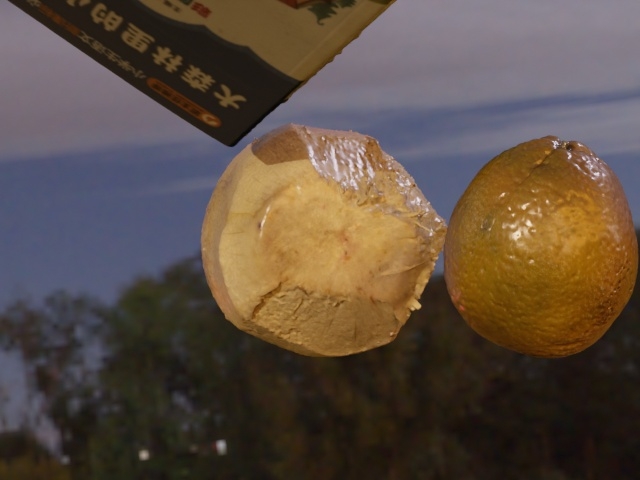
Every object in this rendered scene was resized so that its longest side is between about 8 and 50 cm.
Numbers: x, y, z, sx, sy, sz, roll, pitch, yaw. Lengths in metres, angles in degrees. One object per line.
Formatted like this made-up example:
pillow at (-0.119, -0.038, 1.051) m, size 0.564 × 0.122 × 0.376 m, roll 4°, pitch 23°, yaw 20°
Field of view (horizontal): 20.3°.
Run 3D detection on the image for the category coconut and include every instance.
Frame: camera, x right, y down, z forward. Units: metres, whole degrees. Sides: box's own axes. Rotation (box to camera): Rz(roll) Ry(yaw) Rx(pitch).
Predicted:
coconut at (-0.003, 0.000, 1.357) m, size 0.194 × 0.194 × 0.194 m, roll -8°, pitch -6°, yaw -1°

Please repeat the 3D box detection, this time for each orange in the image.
orange at (0.095, 0.002, 0.771) m, size 0.085 × 0.095 × 0.085 m, roll 5°, pitch 19°, yaw -2°

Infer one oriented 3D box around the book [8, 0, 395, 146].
book at (-0.085, -0.173, 1.088) m, size 0.228 × 0.018 × 0.322 m, roll 35°, pitch -29°, yaw -11°
